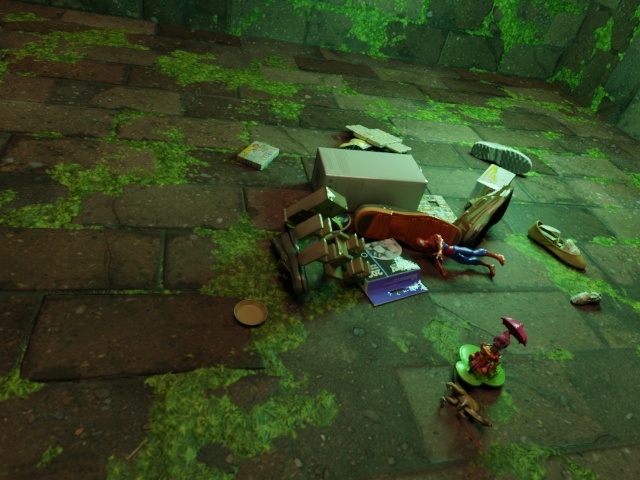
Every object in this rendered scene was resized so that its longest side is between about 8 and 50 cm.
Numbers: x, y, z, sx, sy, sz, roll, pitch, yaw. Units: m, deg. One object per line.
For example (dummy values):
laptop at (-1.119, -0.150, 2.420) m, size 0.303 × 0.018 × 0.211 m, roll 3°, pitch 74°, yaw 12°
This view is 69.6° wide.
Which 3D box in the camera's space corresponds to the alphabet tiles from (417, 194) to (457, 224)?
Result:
alphabet tiles at (0.407, -0.102, 1.703) m, size 0.198 × 0.009 × 0.237 m, roll 1°, pitch 39°, yaw -17°

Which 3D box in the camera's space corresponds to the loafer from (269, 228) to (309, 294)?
loafer at (-0.089, 0.065, 1.280) m, size 0.084 × 0.096 × 0.268 m, roll -12°, pitch 34°, yaw -3°

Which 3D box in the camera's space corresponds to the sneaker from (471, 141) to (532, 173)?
sneaker at (0.860, -0.407, 2.157) m, size 0.281 × 0.105 × 0.115 m, roll 32°, pitch 41°, yaw 22°

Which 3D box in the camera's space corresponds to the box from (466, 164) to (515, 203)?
box at (0.683, -0.207, 1.841) m, size 0.103 × 0.114 × 0.203 m, roll 31°, pitch 42°, yaw 20°

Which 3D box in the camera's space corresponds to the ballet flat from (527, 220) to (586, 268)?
ballet flat at (0.857, 0.011, 1.657) m, size 0.080 × 0.073 × 0.232 m, roll -23°, pitch 51°, yaw -38°

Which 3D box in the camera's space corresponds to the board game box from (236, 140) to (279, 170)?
board game box at (-0.237, -0.326, 1.757) m, size 0.103 × 0.026 × 0.154 m, roll 22°, pitch 38°, yaw 8°

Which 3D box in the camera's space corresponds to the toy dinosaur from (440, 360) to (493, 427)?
toy dinosaur at (0.326, 0.363, 1.071) m, size 0.092 × 0.053 × 0.183 m, roll 17°, pitch 29°, yaw -26°

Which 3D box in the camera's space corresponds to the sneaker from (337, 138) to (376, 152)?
sneaker at (0.134, -0.380, 1.912) m, size 0.208 × 0.082 × 0.094 m, roll -11°, pitch 43°, yaw -46°

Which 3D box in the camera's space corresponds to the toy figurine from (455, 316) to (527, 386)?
toy figurine at (0.420, 0.255, 1.105) m, size 0.173 × 0.159 × 0.130 m, roll -6°, pitch 43°, yaw -45°

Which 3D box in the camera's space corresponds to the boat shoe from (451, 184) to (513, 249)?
boat shoe at (0.568, -0.105, 1.626) m, size 0.119 × 0.123 × 0.324 m, roll 32°, pitch 56°, yaw 28°

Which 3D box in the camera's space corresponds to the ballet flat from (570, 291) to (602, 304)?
ballet flat at (0.851, 0.180, 1.470) m, size 0.114 × 0.041 × 0.041 m, roll 0°, pitch 40°, yaw -17°

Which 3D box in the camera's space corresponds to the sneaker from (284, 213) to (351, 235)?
sneaker at (-0.001, -0.074, 1.459) m, size 0.234 × 0.097 × 0.084 m, roll -5°, pitch 42°, yaw -24°

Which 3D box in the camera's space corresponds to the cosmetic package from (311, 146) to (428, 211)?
cosmetic package at (0.166, -0.210, 1.635) m, size 0.365 × 0.155 × 0.197 m, roll 4°, pitch 38°, yaw -12°

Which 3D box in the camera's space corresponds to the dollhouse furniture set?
dollhouse furniture set at (0.000, 0.000, 1.283) m, size 0.212 × 0.160 × 0.242 m, roll 25°, pitch 46°, yaw -48°

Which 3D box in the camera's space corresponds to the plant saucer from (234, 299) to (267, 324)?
plant saucer at (-0.174, 0.182, 1.147) m, size 0.083 × 0.015 × 0.083 m, roll 9°, pitch 38°, yaw -7°

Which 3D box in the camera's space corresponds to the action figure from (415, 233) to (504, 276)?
action figure at (0.426, 0.065, 1.430) m, size 0.280 × 0.092 × 0.139 m, roll 18°, pitch 44°, yaw -1°

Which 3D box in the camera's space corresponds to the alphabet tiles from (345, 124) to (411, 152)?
alphabet tiles at (0.258, -0.457, 2.038) m, size 0.277 × 0.021 × 0.284 m, roll 30°, pitch 26°, yaw 19°

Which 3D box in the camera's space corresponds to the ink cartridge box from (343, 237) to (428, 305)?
ink cartridge box at (0.190, 0.086, 1.366) m, size 0.206 × 0.045 × 0.208 m, roll -11°, pitch 46°, yaw -30°

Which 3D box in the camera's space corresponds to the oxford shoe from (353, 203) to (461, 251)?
oxford shoe at (0.287, -0.061, 1.521) m, size 0.363 × 0.130 × 0.133 m, roll 14°, pitch 26°, yaw -8°
